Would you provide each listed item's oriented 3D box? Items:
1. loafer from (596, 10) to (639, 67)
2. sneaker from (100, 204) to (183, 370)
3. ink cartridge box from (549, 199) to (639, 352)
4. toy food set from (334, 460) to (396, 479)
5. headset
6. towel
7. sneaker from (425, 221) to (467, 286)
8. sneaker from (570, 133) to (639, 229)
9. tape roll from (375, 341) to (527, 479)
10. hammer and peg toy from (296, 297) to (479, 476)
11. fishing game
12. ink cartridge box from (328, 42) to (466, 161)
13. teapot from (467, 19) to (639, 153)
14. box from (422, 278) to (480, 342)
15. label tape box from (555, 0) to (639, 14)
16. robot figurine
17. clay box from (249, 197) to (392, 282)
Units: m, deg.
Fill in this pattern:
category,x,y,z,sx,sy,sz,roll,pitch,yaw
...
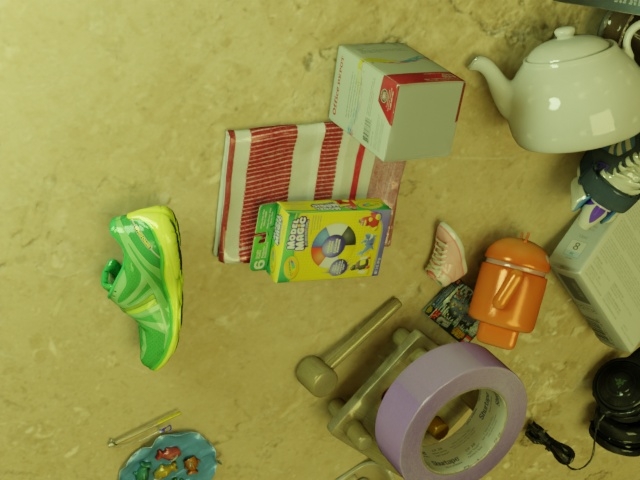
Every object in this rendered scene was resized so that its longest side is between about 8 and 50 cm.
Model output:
category,x,y,z,sx,sy,sz,roll,pitch,yaw
loafer,0.644,-0.343,1.960,0.366,0.130,0.133,10,113,-34
sneaker,-0.276,0.072,1.714,0.124,0.109,0.295,0,123,-4
ink cartridge box,0.642,-0.009,2.222,0.385,0.091,0.308,-54,131,-13
toy food set,0.039,0.601,2.216,0.306,0.092,0.219,-31,129,-10
headset,0.637,0.358,2.418,0.394,0.185,0.243,-33,135,-28
towel,-0.009,-0.081,1.803,0.329,0.037,0.237,-7,121,-27
sneaker,0.221,0.032,1.996,0.070,0.051,0.134,-34,134,-14
sneaker,0.548,-0.108,1.935,0.130,0.323,0.236,27,97,-13
tape roll,0.238,0.322,1.997,0.275,0.090,0.274,-14,123,-23
hammer and peg toy,0.143,0.285,2.057,0.266,0.127,0.361,-47,130,3
fishing game,-0.265,0.421,1.962,0.189,0.041,0.264,-20,127,-16
ink cartridge box,0.113,-0.217,1.699,0.127,0.176,0.128,-8,123,-29
teapot,0.425,-0.264,1.826,0.256,0.253,0.187,-25,112,-34
box,0.267,0.136,2.103,0.094,0.027,0.137,-47,131,5
label tape box,0.495,-0.494,1.768,0.334,0.106,0.240,12,119,7
robot figurine,0.351,0.089,2.039,0.158,0.128,0.219,15,91,-44
clay box,0.000,0.000,1.798,0.222,0.053,0.127,-4,119,-28
